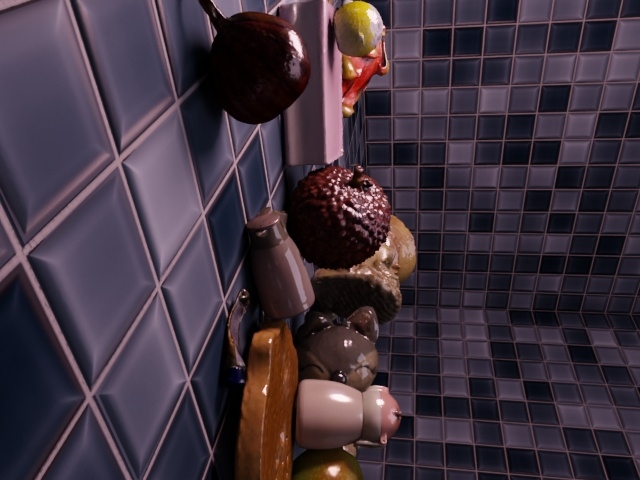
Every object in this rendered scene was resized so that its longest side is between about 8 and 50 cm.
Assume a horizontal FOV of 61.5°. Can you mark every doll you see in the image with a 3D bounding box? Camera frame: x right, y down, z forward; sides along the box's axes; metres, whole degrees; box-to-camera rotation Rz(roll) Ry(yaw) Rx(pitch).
[{"bbox_3d":[0.014,0.361,1.456,0.378,0.252,0.383,172,-76,-68],"label":"doll"}]

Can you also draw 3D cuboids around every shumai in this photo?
[{"bbox_3d":[0.132,0.100,1.706,0.314,0.267,0.263,41,45,-30],"label":"shumai"}]

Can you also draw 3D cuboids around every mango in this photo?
[{"bbox_3d":[-0.018,0.644,1.186,0.225,0.201,0.382,44,63,-72],"label":"mango"}]

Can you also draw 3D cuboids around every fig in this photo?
[{"bbox_3d":[-0.090,-0.263,0.777,0.202,0.149,0.148,89,-14,-71],"label":"fig"}]

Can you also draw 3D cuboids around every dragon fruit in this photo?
[{"bbox_3d":[0.066,-0.525,1.564,0.307,0.243,0.227,-50,-171,-8],"label":"dragon fruit"}]

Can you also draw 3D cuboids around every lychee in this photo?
[{"bbox_3d":[0.048,-0.060,1.292,0.264,0.264,0.300,-79,-170,-46],"label":"lychee"}]

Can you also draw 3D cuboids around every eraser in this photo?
[{"bbox_3d":[-0.016,-0.378,1.315,0.272,0.122,0.360,-55,144,-69],"label":"eraser"}]

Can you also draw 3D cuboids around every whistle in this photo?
[{"bbox_3d":[0.084,-0.501,1.241,0.223,0.122,0.123,-98,180,-50],"label":"whistle"}]

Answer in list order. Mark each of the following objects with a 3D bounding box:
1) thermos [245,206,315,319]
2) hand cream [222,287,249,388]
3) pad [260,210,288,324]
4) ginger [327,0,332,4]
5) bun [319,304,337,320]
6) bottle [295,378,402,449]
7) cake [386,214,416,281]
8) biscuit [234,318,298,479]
[{"bbox_3d":[-0.082,0.033,1.027,0.137,0.104,0.193,-65,143,-60],"label":"thermos"},{"bbox_3d":[-0.139,0.165,0.903,0.062,0.038,0.163,72,15,-57],"label":"hand cream"},{"bbox_3d":[-0.098,0.051,1.154,0.174,0.022,0.233,-7,98,-81],"label":"pad"},{"bbox_3d":[0.001,-0.722,1.591,0.173,0.051,0.070,-55,139,-65],"label":"ginger"},{"bbox_3d":[0.034,0.214,1.799,0.115,0.069,0.115,2,90,-81],"label":"bun"},{"bbox_3d":[0.065,0.389,1.199,0.147,0.236,0.148,-178,-90,-90],"label":"bottle"},{"bbox_3d":[0.183,0.064,2.195,0.321,0.332,0.333,-12,106,-42],"label":"cake"},{"bbox_3d":[-0.101,0.340,1.027,0.385,0.062,0.366,77,15,-66],"label":"biscuit"}]
